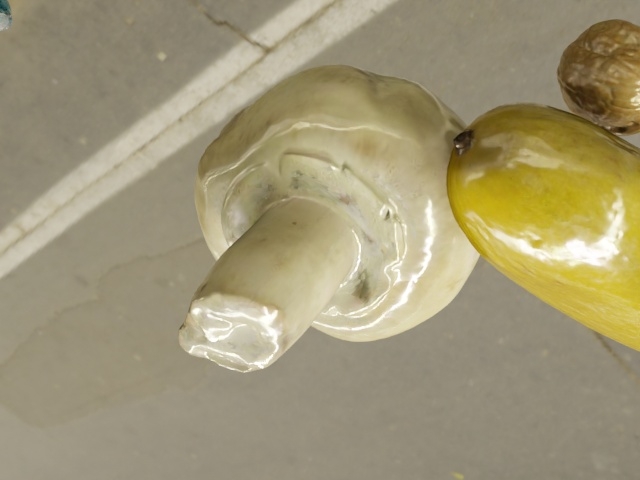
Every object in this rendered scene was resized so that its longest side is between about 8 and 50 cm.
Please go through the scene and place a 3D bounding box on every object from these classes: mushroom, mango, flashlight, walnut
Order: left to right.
[{"bbox_3d":[-0.404,-0.287,1.184,0.129,0.051,0.051,46,163,49],"label":"flashlight"},{"bbox_3d":[0.000,0.000,0.963,0.314,0.336,0.314,15,131,18],"label":"mushroom"},{"bbox_3d":[0.240,0.001,0.863,0.332,0.142,0.195,40,164,-28],"label":"mango"},{"bbox_3d":[0.279,-0.151,0.912,0.124,0.105,0.105,39,157,46],"label":"walnut"}]
